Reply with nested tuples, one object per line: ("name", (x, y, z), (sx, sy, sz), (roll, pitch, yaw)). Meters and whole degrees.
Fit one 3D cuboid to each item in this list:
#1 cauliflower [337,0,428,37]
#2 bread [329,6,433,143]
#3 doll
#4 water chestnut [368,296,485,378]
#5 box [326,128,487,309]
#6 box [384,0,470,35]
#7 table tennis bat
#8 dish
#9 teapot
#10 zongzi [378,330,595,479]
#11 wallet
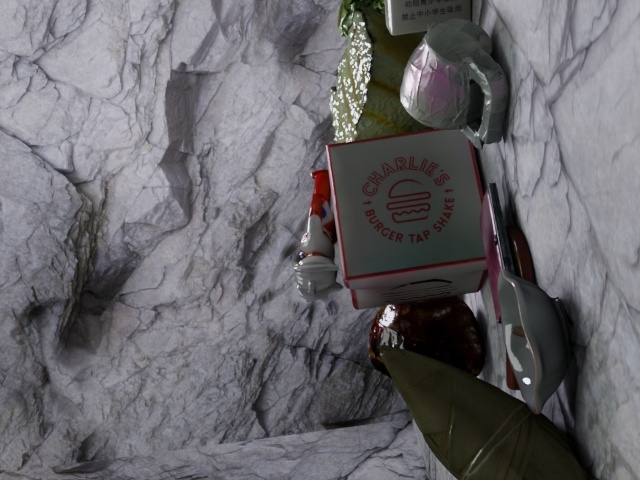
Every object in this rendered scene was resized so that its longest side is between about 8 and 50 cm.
("cauliflower", (0.151, -0.533, 2.032), (0.275, 0.250, 0.272), (-58, -11, -23))
("bread", (0.181, -0.340, 1.871), (0.395, 0.264, 0.239), (110, 159, -57))
("doll", (0.000, 0.000, 1.811), (0.384, 0.099, 0.188), (-85, -14, -58))
("water chestnut", (0.254, 0.255, 1.964), (0.289, 0.289, 0.244), (83, -162, -47))
("box", (0.193, -0.038, 1.811), (0.300, 0.314, 0.312), (75, -173, -70))
("box", (0.201, -0.535, 1.568), (0.071, 0.168, 0.259), (-101, 4, -58))
("table tennis bat", (0.356, 0.124, 1.492), (0.200, 0.038, 0.310), (-95, 1, -75))
("dish", (0.337, 0.147, 1.262), (0.229, 0.081, 0.229), (-11, -90, -88))
("teapot", (0.238, -0.286, 1.474), (0.178, 0.163, 0.221), (96, 169, -56))
("zongzi", (0.252, 0.309, 1.414), (0.418, 0.181, 0.447), (43, 176, 4))
("wallet", (0.319, 0.023, 1.478), (0.119, 0.025, 0.232), (86, -179, -57))
